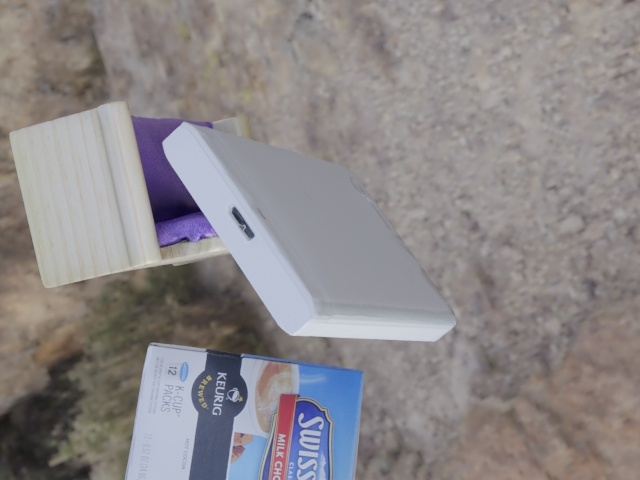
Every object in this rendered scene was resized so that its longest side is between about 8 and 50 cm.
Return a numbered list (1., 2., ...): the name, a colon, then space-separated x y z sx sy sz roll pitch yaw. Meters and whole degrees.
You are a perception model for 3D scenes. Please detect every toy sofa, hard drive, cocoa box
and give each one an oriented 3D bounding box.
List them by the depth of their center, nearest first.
1. hard drive: 0.000 0.000 1.298 0.040 0.307 0.203 -41 70 18
2. toy sofa: -0.136 -0.053 1.423 0.362 0.177 0.150 -10 -93 -74
3. cocoa box: -0.083 0.266 1.595 0.347 0.228 0.231 99 178 -74
